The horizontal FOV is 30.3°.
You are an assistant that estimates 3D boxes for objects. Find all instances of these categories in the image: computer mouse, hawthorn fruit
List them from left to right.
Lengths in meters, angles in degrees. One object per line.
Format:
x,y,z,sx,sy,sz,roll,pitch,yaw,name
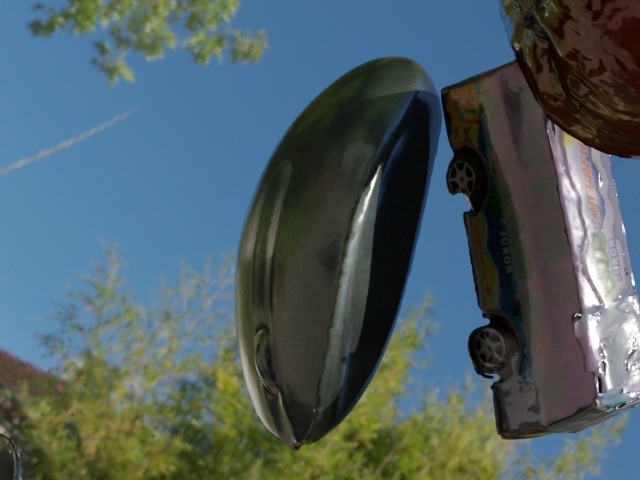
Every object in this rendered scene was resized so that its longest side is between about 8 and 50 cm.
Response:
-0.004,-0.001,1.074,0.114,0.374,0.203,22,-12,-33,computer mouse
0.295,-0.189,0.794,0.368,0.285,0.285,6,-31,-8,hawthorn fruit

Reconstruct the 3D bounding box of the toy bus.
0.194,0.007,1.007,0.138,0.112,0.317,-20,-102,56,toy bus

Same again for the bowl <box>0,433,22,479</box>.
-0.414,0.380,1.254,0.345,0.345,0.157,-2,-50,49,bowl
